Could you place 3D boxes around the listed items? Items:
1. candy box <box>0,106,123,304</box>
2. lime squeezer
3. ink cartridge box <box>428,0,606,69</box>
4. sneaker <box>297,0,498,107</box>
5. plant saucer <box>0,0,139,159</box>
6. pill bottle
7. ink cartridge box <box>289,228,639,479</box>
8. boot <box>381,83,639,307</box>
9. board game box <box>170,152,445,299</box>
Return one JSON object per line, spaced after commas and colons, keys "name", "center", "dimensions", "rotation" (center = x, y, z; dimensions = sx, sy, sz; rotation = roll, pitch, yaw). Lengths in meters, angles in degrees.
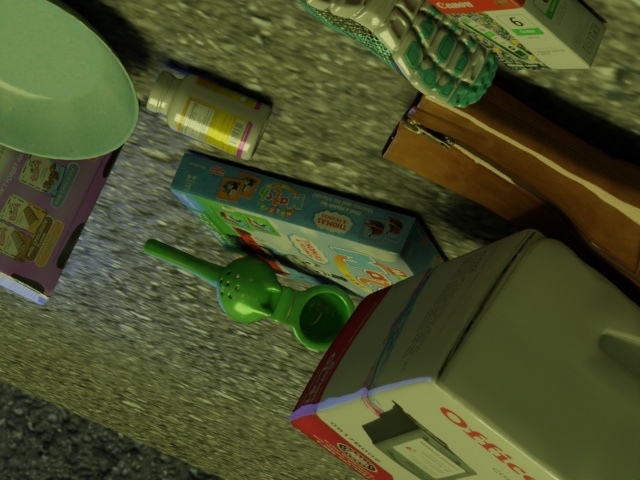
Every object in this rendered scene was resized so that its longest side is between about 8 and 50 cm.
{"name": "candy box", "center": [-0.265, -0.067, 1.515], "dimensions": [0.196, 0.164, 0.070], "rotation": [27, 168, -8]}
{"name": "lime squeezer", "center": [-0.023, 0.060, 1.662], "dimensions": [0.310, 0.058, 0.110], "rotation": [19, 166, 11]}
{"name": "ink cartridge box", "center": [0.093, -0.131, 1.044], "dimensions": [0.115, 0.029, 0.063], "rotation": [34, 162, -36]}
{"name": "sneaker", "center": [0.032, -0.135, 1.096], "dimensions": [0.166, 0.065, 0.076], "rotation": [36, 177, -30]}
{"name": "plant saucer", "center": [-0.217, -0.134, 1.409], "dimensions": [0.195, 0.037, 0.195], "rotation": [14, 147, 9]}
{"name": "pill bottle", "center": [-0.080, -0.092, 1.399], "dimensions": [0.083, 0.043, 0.043], "rotation": [23, 165, 1]}
{"name": "ink cartridge box", "center": [0.137, 0.126, 1.348], "dimensions": [0.226, 0.131, 0.306], "rotation": [37, 163, -8]}
{"name": "boot", "center": [0.165, 0.005, 1.276], "dimensions": [0.280, 0.096, 0.264], "rotation": [23, 165, 2]}
{"name": "board game box", "center": [0.000, 0.000, 1.602], "dimensions": [0.212, 0.039, 0.160], "rotation": [15, 163, 25]}
